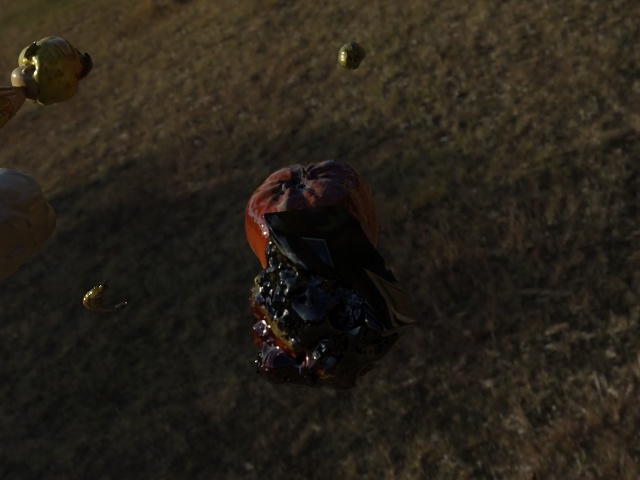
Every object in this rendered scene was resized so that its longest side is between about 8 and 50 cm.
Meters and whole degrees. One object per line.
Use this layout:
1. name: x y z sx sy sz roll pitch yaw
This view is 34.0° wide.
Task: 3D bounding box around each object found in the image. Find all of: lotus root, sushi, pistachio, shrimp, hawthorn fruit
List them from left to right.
1. pistachio: -0.687 -0.016 2.098 0.332 0.226 0.208 -28 -12 17
2. shrimp: -0.413 0.110 2.041 0.114 0.083 0.023 -48 31 43
3. sushi: -0.003 0.079 1.099 0.172 0.150 0.153 46 28 22
4. hawthorn fruit: 0.000 0.000 1.831 0.242 0.271 0.242 -17 28 9
5. lotus root: 0.060 -0.357 2.023 0.054 0.049 0.099 -60 -3 9

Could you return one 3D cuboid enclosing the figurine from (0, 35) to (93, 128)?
1. figurine: -0.541 -0.293 1.959 0.131 0.156 0.246 38 65 13
